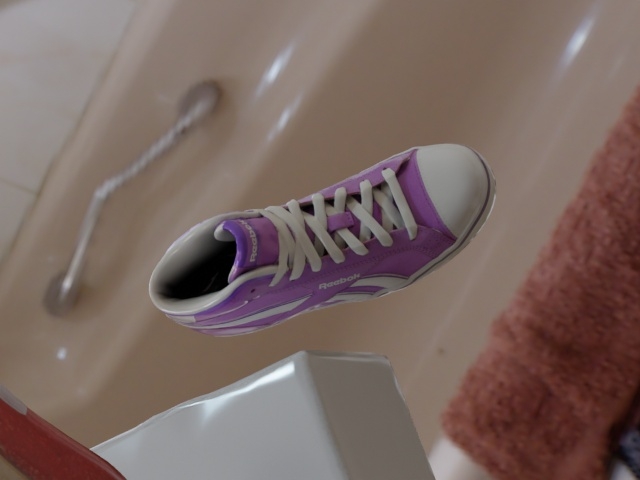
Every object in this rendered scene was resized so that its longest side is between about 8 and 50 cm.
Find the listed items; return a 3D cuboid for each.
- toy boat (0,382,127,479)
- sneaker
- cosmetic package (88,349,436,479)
[{"bbox_3d":[-0.154,0.049,0.523,0.151,0.231,0.151,-34,18,35],"label":"toy boat"},{"bbox_3d":[0.000,0.001,1.221,0.282,0.161,0.102,-27,76,10],"label":"sneaker"},{"bbox_3d":[0.005,0.330,1.140,0.230,0.161,0.453,-26,74,22],"label":"cosmetic package"}]
